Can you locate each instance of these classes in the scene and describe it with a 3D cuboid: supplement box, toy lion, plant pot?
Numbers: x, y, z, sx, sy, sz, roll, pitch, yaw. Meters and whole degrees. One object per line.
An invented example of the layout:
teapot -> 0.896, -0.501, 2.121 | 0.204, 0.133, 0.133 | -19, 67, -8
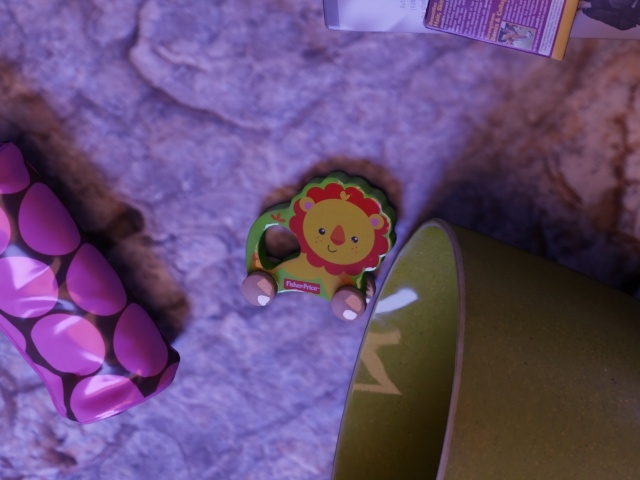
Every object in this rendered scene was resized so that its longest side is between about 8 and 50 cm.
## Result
supplement box -> 0.106, -0.143, 1.104 | 0.083, 0.043, 0.055 | 15, 126, 3
toy lion -> 0.000, 0.000, 1.270 | 0.100, 0.034, 0.096 | 9, 115, 15
plant pot -> 0.179, 0.150, 1.207 | 0.294, 0.275, 0.274 | 12, 126, -11

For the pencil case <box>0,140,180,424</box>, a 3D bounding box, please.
pencil case -> -0.189, 0.034, 1.305 | 0.098, 0.095, 0.209 | -39, 108, -5

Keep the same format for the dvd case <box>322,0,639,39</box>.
dvd case -> 0.114, -0.200, 1.109 | 0.239, 0.029, 0.179 | 4, 123, 13
